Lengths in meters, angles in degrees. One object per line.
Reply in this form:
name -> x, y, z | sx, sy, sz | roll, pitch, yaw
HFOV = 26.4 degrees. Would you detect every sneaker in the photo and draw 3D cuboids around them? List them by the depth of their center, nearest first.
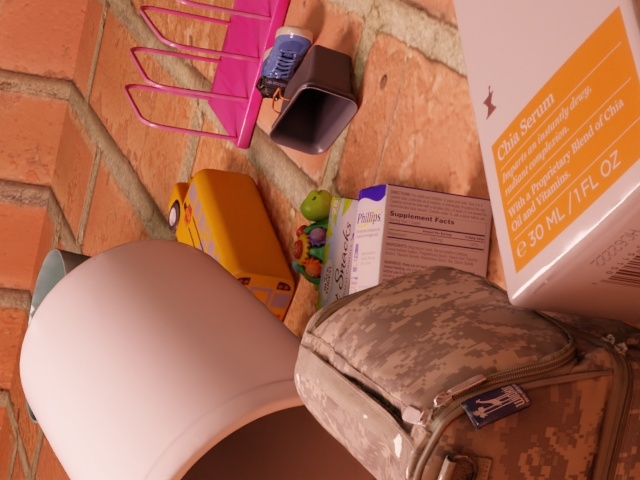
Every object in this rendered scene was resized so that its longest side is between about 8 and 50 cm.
sneaker -> -0.052, -0.248, 1.960 | 0.152, 0.058, 0.084 | 150, 130, -67

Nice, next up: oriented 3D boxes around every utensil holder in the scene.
utensil holder -> -0.146, 0.214, 1.596 | 0.385, 0.327, 0.327 | 42, 123, 46

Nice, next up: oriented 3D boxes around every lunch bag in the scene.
lunch bag -> 0.136, 0.148, 1.147 | 0.305, 0.256, 0.212 | -148, 67, -65

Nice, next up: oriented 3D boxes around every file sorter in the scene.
file sorter -> -0.185, -0.326, 2.141 | 0.202, 0.182, 0.290 | -125, 47, -57

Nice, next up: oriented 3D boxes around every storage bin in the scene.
storage bin -> -0.013, -0.194, 1.825 | 0.135, 0.098, 0.091 | 129, 152, -51

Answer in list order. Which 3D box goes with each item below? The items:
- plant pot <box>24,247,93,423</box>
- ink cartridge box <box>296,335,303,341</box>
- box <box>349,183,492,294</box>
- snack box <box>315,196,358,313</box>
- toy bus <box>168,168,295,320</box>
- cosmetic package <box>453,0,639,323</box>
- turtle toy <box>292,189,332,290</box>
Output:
plant pot -> -0.353, 0.173, 2.310 | 0.293, 0.235, 0.293 | -172, 90, -67
ink cartridge box -> -0.056, 0.220, 1.823 | 0.180, 0.060, 0.104 | 121, 147, -42
box -> 0.104, 0.017, 1.430 | 0.072, 0.126, 0.137 | 175, 102, -68
snack box -> 0.060, 0.058, 1.590 | 0.174, 0.070, 0.207 | -165, 85, -67
toy bus -> -0.138, 0.002, 2.022 | 0.332, 0.108, 0.130 | -114, 39, -51
cosmetic package -> 0.241, -0.184, 1.131 | 0.230, 0.161, 0.453 | 128, 143, -50
turtle toy -> 0.000, 0.000, 1.753 | 0.095, 0.066, 0.130 | -170, 87, -67
